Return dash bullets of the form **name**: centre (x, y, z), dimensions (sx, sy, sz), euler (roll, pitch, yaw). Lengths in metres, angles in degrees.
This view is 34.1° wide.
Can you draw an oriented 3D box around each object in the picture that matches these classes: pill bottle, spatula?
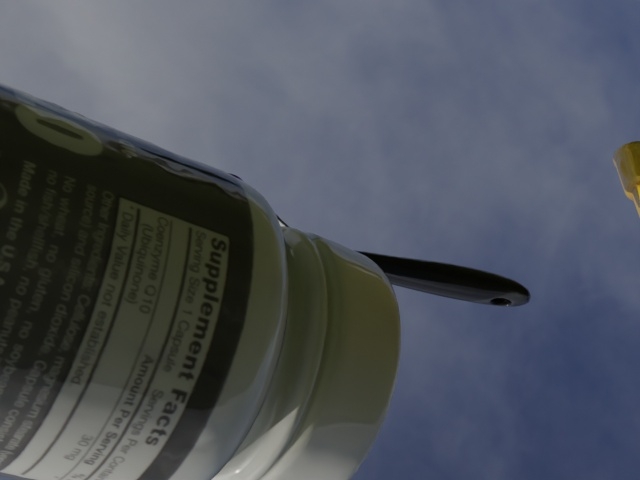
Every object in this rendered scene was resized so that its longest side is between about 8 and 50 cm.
- **pill bottle**: centre (-0.147, 0.033, 0.588), dimensions (0.361, 0.204, 0.204), euler (22, -138, -29)
- **spatula**: centre (0.000, 0.000, 0.726), dimensions (0.296, 0.084, 0.030), euler (18, -110, 15)

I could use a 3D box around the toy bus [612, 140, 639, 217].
- **toy bus**: centre (0.326, -0.003, 0.678), dimensions (0.220, 0.149, 0.211), euler (-18, -102, 16)
